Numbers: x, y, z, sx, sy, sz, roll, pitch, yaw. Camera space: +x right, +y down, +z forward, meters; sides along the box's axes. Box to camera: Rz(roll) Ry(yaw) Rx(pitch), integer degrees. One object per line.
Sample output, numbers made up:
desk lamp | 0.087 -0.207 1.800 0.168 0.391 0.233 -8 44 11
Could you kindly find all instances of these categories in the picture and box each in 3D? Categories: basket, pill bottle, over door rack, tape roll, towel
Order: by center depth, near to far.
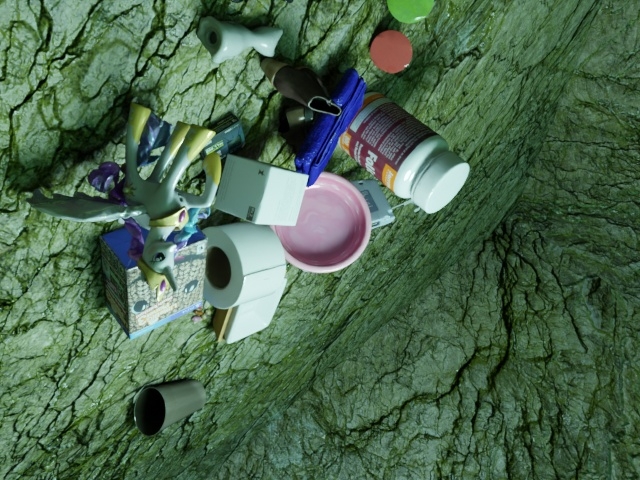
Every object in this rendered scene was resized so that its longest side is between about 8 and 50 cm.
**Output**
towel | 0.034 -0.308 1.533 0.308 0.076 0.227 -60 173 -9
tape roll | -0.247 0.068 1.610 0.169 0.246 0.246 -13 139 -48
pill bottle | 0.254 -0.274 1.686 0.224 0.392 0.224 -34 151 -22
basket | -0.560 0.615 2.044 0.227 0.154 0.204 -6 132 -58
over door rack | 0.248 -0.196 2.081 0.324 0.108 0.239 -12 143 -16

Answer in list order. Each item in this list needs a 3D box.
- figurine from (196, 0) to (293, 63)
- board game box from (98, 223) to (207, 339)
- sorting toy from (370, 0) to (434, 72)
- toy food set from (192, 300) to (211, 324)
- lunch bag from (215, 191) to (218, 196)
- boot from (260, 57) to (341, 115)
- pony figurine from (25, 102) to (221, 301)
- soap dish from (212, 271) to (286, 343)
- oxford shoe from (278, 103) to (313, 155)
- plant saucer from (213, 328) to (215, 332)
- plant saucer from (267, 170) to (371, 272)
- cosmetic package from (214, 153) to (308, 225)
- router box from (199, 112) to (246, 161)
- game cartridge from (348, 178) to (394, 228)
figurine | -0.142 -0.491 1.158 0.209 0.092 0.215 -21 146 -48
board game box | -0.449 0.090 1.460 0.232 0.141 0.291 -26 147 -35
sorting toy | 0.251 -0.661 1.504 0.126 0.127 0.365 -60 172 -53
toy food set | -0.414 0.250 1.876 0.078 0.019 0.122 -27 148 -33
lunch bag | -0.248 -0.127 1.529 0.098 0.067 0.065 3 125 -57
boot | -0.022 -0.367 1.361 0.248 0.207 0.090 2 127 -56
pony figurine | -0.381 -0.092 1.145 0.303 0.351 0.363 9 102 -63
soap dish | -0.262 0.222 1.947 0.229 0.118 0.290 -18 143 -43
oxford shoe | -0.074 -0.312 1.531 0.096 0.082 0.227 -5 155 -6
plant saucer | -0.370 0.327 2.056 0.083 0.013 0.083 -35 153 -22
plant saucer | -0.005 -0.055 1.729 0.332 0.332 0.084 -39 175 -14
cosmetic package | -0.156 -0.132 1.440 0.184 0.151 0.151 3 105 -60
router box | -0.254 -0.254 1.372 0.122 0.038 0.092 -37 152 -18
game cartridge | 0.084 -0.110 1.857 0.294 0.196 0.060 -16 154 -13
